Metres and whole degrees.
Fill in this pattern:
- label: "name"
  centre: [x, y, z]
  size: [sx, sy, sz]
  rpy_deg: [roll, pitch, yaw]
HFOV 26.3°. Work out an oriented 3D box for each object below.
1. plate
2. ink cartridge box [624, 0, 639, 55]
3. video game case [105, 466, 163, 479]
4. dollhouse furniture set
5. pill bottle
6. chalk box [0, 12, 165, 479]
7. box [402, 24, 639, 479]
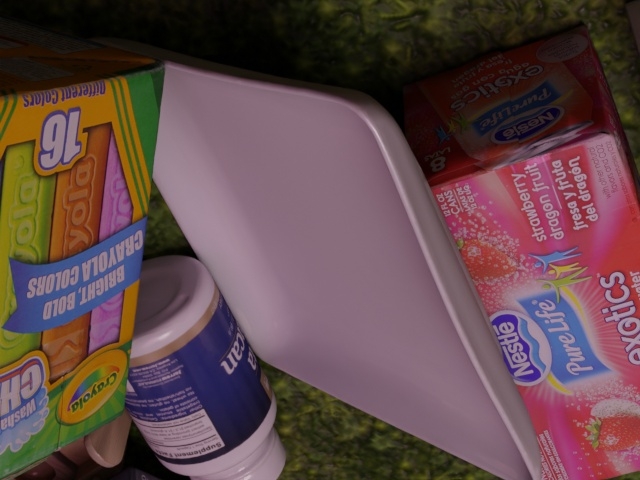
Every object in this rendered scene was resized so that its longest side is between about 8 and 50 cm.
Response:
- label: "plate"
  centre: [0.000, 0.000, 0.804]
  size: [0.045, 0.277, 0.278]
  rpy_deg: [-42, 125, -22]
- label: "ink cartridge box"
  centre: [0.307, -0.091, 0.777]
  size: [0.219, 0.092, 0.160]
  rpy_deg: [-19, 123, 16]
- label: "video game case"
  centre: [-0.118, 0.267, 1.056]
  size: [0.196, 0.026, 0.274]
  rpy_deg: [-33, 135, 24]
- label: "dollhouse furniture set"
  centre: [-0.208, 0.143, 0.957]
  size: [0.151, 0.123, 0.144]
  rpy_deg: [-34, 118, 24]
- label: "pill bottle"
  centre: [-0.086, 0.101, 0.938]
  size: [0.094, 0.094, 0.169]
  rpy_deg: [-16, 124, 14]
- label: "chalk box"
  centre: [-0.220, 0.028, 0.759]
  size: [0.180, 0.179, 0.288]
  rpy_deg: [21, 113, 26]
- label: "box"
  centre: [0.149, 0.017, 0.844]
  size: [0.123, 0.128, 0.256]
  rpy_deg: [-18, 124, 15]
